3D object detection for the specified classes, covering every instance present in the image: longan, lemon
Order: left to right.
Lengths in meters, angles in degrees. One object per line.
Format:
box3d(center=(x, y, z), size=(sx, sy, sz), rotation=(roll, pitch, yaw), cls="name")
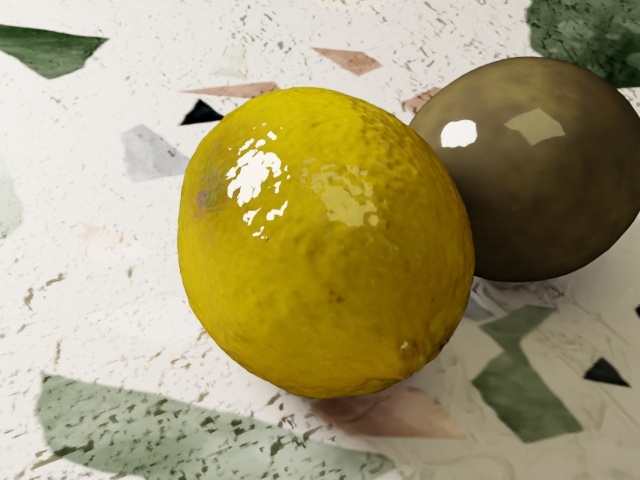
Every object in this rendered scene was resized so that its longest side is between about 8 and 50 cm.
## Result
box3d(center=(0.000, 0.000, 1.013), size=(0.188, 0.188, 0.257), rotation=(-9, 36, -22), cls="lemon")
box3d(center=(0.138, -0.049, 1.135), size=(0.184, 0.159, 0.204), rotation=(-9, 2, -8), cls="longan")
